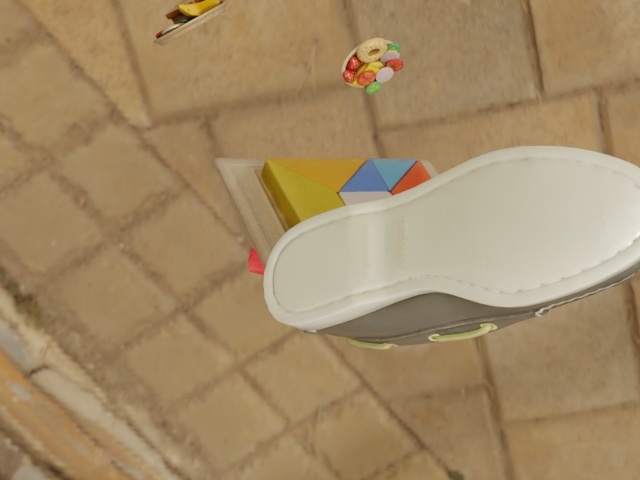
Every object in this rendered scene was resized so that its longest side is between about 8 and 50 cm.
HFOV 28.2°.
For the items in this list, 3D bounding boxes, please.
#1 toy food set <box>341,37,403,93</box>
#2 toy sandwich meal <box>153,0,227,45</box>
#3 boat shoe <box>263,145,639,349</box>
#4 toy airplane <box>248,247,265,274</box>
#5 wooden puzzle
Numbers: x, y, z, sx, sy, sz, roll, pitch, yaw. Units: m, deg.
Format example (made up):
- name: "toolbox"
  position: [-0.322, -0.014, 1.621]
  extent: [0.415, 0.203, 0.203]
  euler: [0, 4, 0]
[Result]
- name: "toy food set"
  position: [0.067, -0.225, 1.633]
  extent: [0.082, 0.020, 0.083]
  euler: [15, 129, -43]
- name: "toy sandwich meal"
  position: [-0.121, -0.207, 1.161]
  extent: [0.085, 0.085, 0.029]
  euler: [-25, 102, 16]
- name: "boat shoe"
  position: [0.103, 0.013, 0.876]
  extent: [0.305, 0.109, 0.091]
  euler: [-13, 153, 36]
- name: "toy airplane"
  position: [0.000, 0.000, 1.306]
  extent: [0.151, 0.028, 0.151]
  euler: [-2, 78, 11]
- name: "wooden puzzle"
  position: [0.040, -0.017, 1.117]
  extent: [0.220, 0.239, 0.044]
  euler: [-2, 125, -25]
